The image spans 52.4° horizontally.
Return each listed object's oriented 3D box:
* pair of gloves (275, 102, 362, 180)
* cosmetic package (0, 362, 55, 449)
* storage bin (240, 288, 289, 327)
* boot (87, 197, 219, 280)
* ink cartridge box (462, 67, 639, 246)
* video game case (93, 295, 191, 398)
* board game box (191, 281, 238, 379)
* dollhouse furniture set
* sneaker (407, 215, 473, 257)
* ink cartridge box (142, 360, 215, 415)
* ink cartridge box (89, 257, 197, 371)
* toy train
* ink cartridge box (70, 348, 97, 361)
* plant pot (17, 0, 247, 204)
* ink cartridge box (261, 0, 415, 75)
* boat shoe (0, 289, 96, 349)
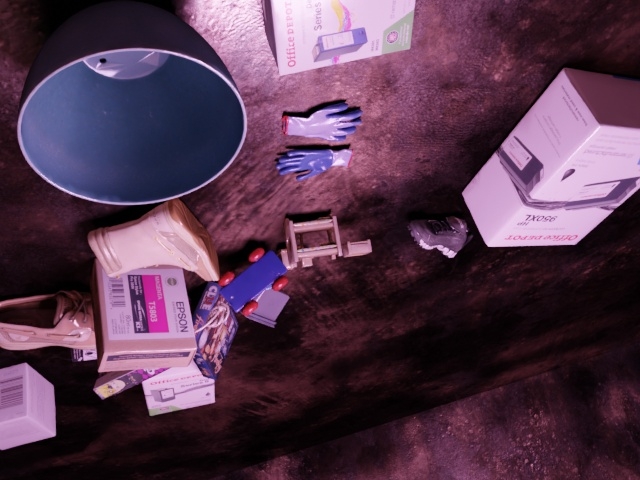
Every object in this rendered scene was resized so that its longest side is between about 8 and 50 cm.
[{"bbox_3d":[-0.005,-0.186,1.246,0.159,0.023,0.198,-6,146,-15],"label":"pair of gloves"},{"bbox_3d":[-0.806,0.438,1.707,0.151,0.151,0.184,-14,148,-5],"label":"cosmetic package"},{"bbox_3d":[-0.149,0.147,1.647,0.091,0.098,0.135,-53,142,3],"label":"storage bin"},{"bbox_3d":[-0.335,0.029,1.350,0.203,0.095,0.262,-20,148,4],"label":"boot"},{"bbox_3d":[0.545,-0.160,1.420,0.285,0.166,0.395,0,145,-25],"label":"ink cartridge box"},{"bbox_3d":[-0.413,0.242,1.528,0.210,0.232,0.042,-25,120,14],"label":"video game case"},{"bbox_3d":[-0.273,0.233,1.641,0.042,0.165,0.243,13,151,11],"label":"board game box"},{"bbox_3d":[0.000,0.000,1.510,0.181,0.101,0.161,-7,172,-18],"label":"dollhouse furniture set"},{"bbox_3d":[0.304,-0.025,1.607,0.106,0.078,0.234,-38,147,25],"label":"sneaker"},{"bbox_3d":[-0.408,0.385,1.855,0.198,0.115,0.273,-9,148,-14],"label":"ink cartridge box"},{"bbox_3d":[-0.381,0.153,1.387,0.193,0.235,0.088,1,142,-28],"label":"ink cartridge box"},{"bbox_3d":[-0.193,0.129,1.498,0.248,0.105,0.143,-39,178,-13],"label":"toy train"},{"bbox_3d":[-0.567,0.230,1.599,0.097,0.046,0.207,-5,147,-22],"label":"ink cartridge box"},{"bbox_3d":[-0.263,-0.214,0.904,0.290,0.196,0.290,-12,148,-8],"label":"plant pot"},{"bbox_3d":[0.025,-0.343,0.946,0.212,0.093,0.154,-12,149,-6],"label":"ink cartridge box"},{"bbox_3d":[-0.556,0.172,1.440,0.340,0.122,0.110,-7,148,-15],"label":"boat shoe"}]
